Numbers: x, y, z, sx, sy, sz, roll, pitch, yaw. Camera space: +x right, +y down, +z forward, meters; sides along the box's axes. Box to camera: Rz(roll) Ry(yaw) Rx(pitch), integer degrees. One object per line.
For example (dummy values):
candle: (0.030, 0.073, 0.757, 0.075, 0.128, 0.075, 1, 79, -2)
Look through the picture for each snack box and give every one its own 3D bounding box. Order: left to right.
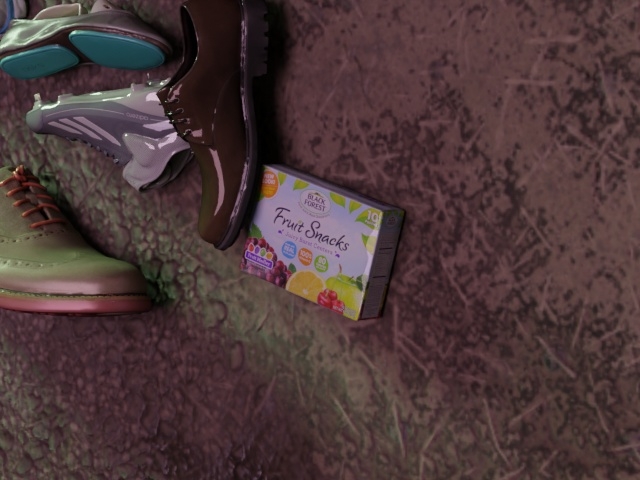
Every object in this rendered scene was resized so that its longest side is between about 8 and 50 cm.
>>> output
snack box: (0.000, 0.000, 1.735, 0.141, 0.037, 0.100, 22, 104, 36)

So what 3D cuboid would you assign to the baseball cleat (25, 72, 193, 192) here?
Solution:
baseball cleat: (-0.198, -0.095, 1.869, 0.206, 0.072, 0.109, -6, 95, 43)

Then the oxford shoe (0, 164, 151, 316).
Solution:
oxford shoe: (-0.296, -0.006, 1.923, 0.348, 0.123, 0.130, 15, 96, 36)

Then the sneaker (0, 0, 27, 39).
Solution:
sneaker: (-0.385, -0.211, 2.006, 0.190, 0.083, 0.071, -29, 76, 38)

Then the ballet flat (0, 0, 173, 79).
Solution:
ballet flat: (-0.223, -0.198, 1.888, 0.213, 0.072, 0.068, -3, 60, 36)

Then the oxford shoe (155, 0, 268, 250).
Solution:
oxford shoe: (-0.102, -0.105, 1.764, 0.083, 0.096, 0.227, -177, 88, -71)
